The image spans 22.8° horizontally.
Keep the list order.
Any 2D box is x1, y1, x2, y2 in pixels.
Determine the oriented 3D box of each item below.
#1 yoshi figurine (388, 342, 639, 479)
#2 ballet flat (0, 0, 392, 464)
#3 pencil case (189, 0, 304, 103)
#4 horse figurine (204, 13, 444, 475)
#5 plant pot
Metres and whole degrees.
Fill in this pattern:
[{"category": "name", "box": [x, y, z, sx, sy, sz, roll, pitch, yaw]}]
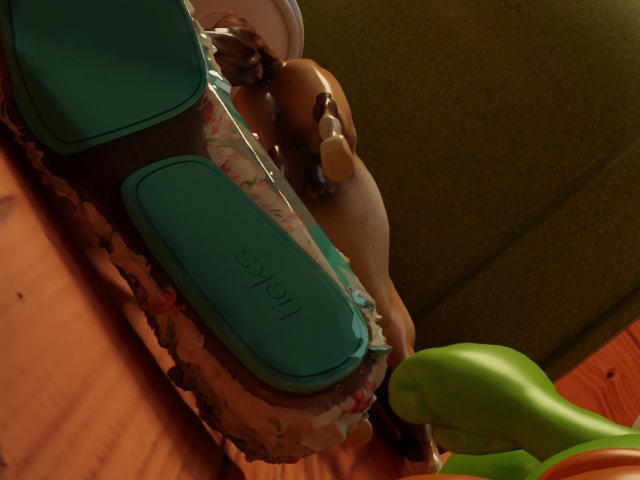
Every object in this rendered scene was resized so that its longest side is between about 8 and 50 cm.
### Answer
[{"category": "yoshi figurine", "box": [0.092, 0.129, 0.538, 0.203, 0.203, 0.362, 26, 11, 16]}, {"category": "ballet flat", "box": [-0.060, -0.017, 0.570, 0.241, 0.091, 0.077, 60, -24, 25]}, {"category": "pencil case", "box": [-0.109, -0.163, 0.838, 0.124, 0.113, 0.273, 32, 18, -49]}, {"category": "horse figurine", "box": [0.000, 0.000, 0.712, 0.174, 0.066, 0.263, -108, 177, -62]}, {"category": "plant pot", "box": [0.081, -0.116, 0.993, 0.353, 0.366, 0.366, 50, 4, 1]}]
